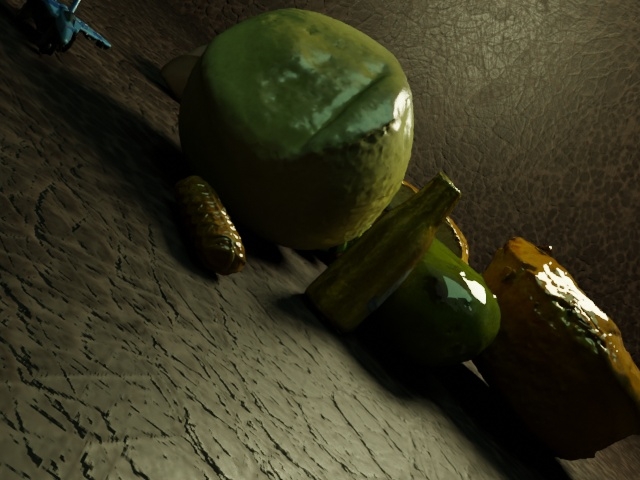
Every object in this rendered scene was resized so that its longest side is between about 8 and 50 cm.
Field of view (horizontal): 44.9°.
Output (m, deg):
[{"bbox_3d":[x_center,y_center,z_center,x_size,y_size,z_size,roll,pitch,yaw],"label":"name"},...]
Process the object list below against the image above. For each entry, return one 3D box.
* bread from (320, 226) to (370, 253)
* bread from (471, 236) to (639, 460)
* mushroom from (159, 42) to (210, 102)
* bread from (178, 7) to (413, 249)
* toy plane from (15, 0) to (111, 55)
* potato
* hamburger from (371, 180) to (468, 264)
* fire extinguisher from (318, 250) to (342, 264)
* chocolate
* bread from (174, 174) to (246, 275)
[{"bbox_3d":[0.010,-0.035,1.156,0.139,0.071,0.130,10,34,-15],"label":"bread"},{"bbox_3d":[0.337,0.169,1.182,0.336,0.204,0.358,61,8,18],"label":"bread"},{"bbox_3d":[-0.188,-0.325,1.465,0.162,0.173,0.236,44,10,27],"label":"mushroom"},{"bbox_3d":[-0.027,-0.142,1.016,0.321,0.237,0.320,14,41,-12],"label":"bread"},{"bbox_3d":[-0.337,-0.278,0.989,0.169,0.078,0.246,35,19,-34],"label":"toy plane"},{"bbox_3d":[0.134,0.077,1.027,0.186,0.148,0.253,35,15,-18],"label":"potato"},{"bbox_3d":[0.162,-0.028,1.560,0.330,0.162,0.209,39,11,11],"label":"hamburger"},{"bbox_3d":[0.000,0.000,1.214,0.173,0.035,0.049,50,-25,38],"label":"fire extinguisher"},{"bbox_3d":[0.079,0.010,0.917,0.086,0.219,0.085,41,6,-6],"label":"chocolate"},{"bbox_3d":[-0.116,-0.018,0.799,0.052,0.044,0.157,41,9,-37],"label":"bread"}]
